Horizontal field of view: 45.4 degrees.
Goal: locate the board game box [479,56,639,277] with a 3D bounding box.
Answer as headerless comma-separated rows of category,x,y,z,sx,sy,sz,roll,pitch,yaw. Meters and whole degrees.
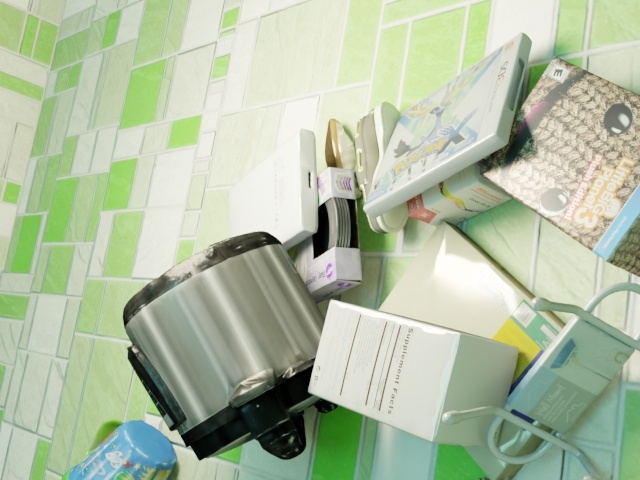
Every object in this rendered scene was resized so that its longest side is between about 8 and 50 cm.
board game box,0.444,-0.119,1.218,0.291,0.141,0.232,44,109,45

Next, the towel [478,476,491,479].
towel,0.312,0.590,1.181,0.317,0.053,0.331,22,92,48

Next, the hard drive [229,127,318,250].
hard drive,-0.114,-0.074,1.722,0.353,0.047,0.233,-30,56,53

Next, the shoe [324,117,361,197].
shoe,0.049,-0.182,1.722,0.076,0.058,0.219,114,154,-55

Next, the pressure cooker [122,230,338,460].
pressure cooker,-0.148,0.236,1.509,0.375,0.370,0.420,-37,79,38

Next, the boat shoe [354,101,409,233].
boat shoe,0.122,-0.143,1.591,0.091,0.109,0.305,-23,55,40

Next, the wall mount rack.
wall mount rack,0.342,0.204,1.098,0.350,0.304,0.130,-57,17,16

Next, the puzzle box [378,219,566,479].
puzzle box,0.272,0.184,1.360,0.272,0.052,0.409,-56,45,16

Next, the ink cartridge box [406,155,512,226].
ink cartridge box,0.269,-0.096,1.411,0.198,0.115,0.067,-28,58,38

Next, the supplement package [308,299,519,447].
supplement package,0.153,0.222,1.300,0.293,0.178,0.175,10,84,47

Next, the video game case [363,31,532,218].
video game case,0.234,-0.211,1.420,0.329,0.036,0.300,-30,28,45

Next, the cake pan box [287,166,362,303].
cake pan box,0.000,0.000,1.631,0.267,0.070,0.245,-31,59,59

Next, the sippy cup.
sippy cup,-0.485,0.580,1.905,0.305,0.240,0.224,40,98,13
